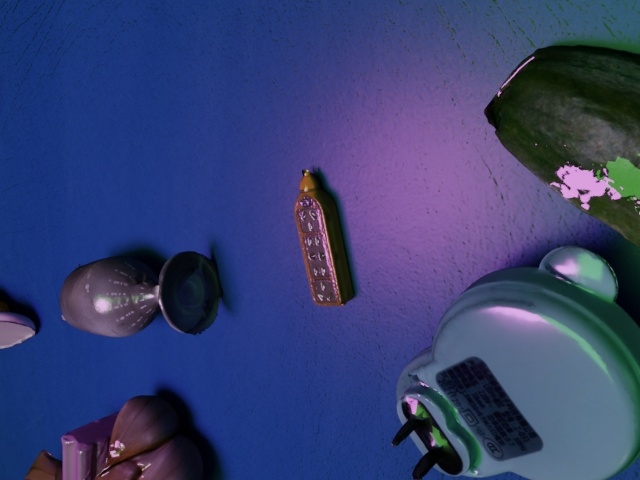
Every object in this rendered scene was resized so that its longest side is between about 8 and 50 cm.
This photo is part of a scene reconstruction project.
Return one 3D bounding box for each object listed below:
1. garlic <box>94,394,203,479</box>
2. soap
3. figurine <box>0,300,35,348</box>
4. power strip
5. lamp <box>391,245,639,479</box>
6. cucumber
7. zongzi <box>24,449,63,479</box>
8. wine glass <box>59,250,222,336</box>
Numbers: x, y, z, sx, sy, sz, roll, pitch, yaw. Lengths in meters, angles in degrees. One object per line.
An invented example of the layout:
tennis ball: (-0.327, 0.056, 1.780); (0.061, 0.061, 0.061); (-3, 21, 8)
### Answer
garlic: (-0.262, 0.369, 0.999); (0.160, 0.191, 0.214); (18, 105, 2)
soap: (-0.384, 0.420, 1.101); (0.065, 0.122, 0.203); (12, 103, 34)
figurine: (-0.666, 0.126, 1.240); (0.249, 0.167, 0.141); (-8, 63, 12)
power strip: (0.000, 0.000, 0.774); (0.049, 0.028, 0.178); (-4, 102, 36)
lamp: (0.191, 0.140, 0.614); (0.284, 0.147, 0.209); (-38, 80, 28)
cucumber: (0.282, -0.065, 0.519); (0.325, 0.105, 0.145); (38, 124, 21)
zongzi: (-0.478, 0.526, 1.251); (0.204, 0.094, 0.205); (17, 131, -3)
wine glass: (-0.272, 0.081, 0.927); (0.241, 0.126, 0.127); (-8, 101, 34)
